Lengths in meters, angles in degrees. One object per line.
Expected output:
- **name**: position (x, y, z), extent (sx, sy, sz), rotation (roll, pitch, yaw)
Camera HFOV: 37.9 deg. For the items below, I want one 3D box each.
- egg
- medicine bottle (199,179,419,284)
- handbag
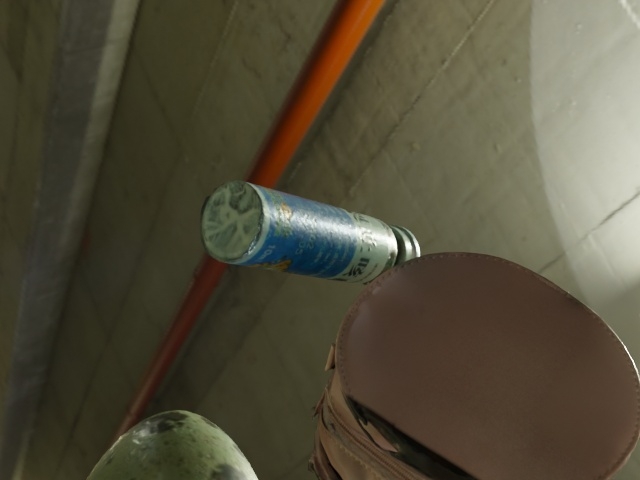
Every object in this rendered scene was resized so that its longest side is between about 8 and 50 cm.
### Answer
- **egg**: position (-0.119, 0.245, 0.745), extent (0.177, 0.177, 0.228), rotation (114, -19, -52)
- **medicine bottle**: position (0.000, 0.000, 0.615), extent (0.051, 0.191, 0.051), rotation (-6, -100, 35)
- **handbag**: position (0.095, 0.114, 0.614), extent (0.205, 0.179, 0.116), rotation (30, -35, 24)
